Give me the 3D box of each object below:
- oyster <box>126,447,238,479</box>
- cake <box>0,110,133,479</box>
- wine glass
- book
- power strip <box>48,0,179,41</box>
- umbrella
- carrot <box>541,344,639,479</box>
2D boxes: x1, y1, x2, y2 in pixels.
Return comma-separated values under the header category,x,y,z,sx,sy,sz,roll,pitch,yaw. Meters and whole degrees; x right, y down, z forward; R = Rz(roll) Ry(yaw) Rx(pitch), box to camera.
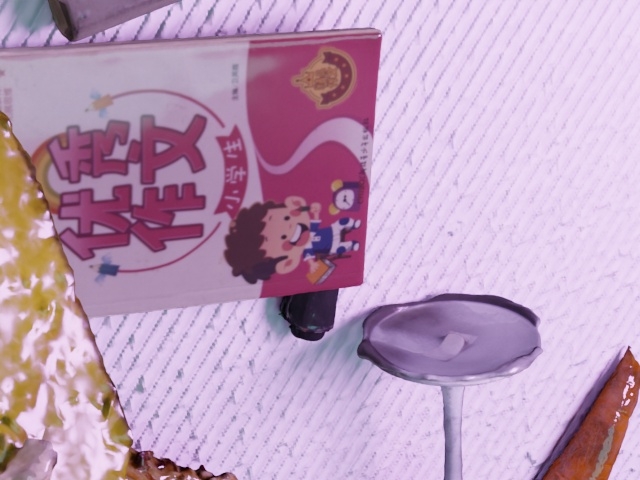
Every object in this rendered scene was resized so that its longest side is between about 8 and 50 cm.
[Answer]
category,x,y,z,sx,sy,sz,roll,pitch,yaw
oyster,-0.197,0.148,0.947,0.345,0.078,0.128,1,132,-34
cake,-0.213,0.052,0.785,0.179,0.156,0.260,-22,91,-35
wine glass,0.086,0.160,1.085,0.156,0.156,0.232,-15,116,-26
book,-0.078,-0.036,0.932,0.232,0.022,0.162,-6,116,-21
power strip,-0.034,-0.192,0.891,0.268,0.034,0.092,-25,124,-19
umbrella,-0.002,0.000,1.015,0.036,0.031,0.133,9,113,2
carrot,0.184,0.182,1.215,0.057,0.057,0.224,21,98,-38
